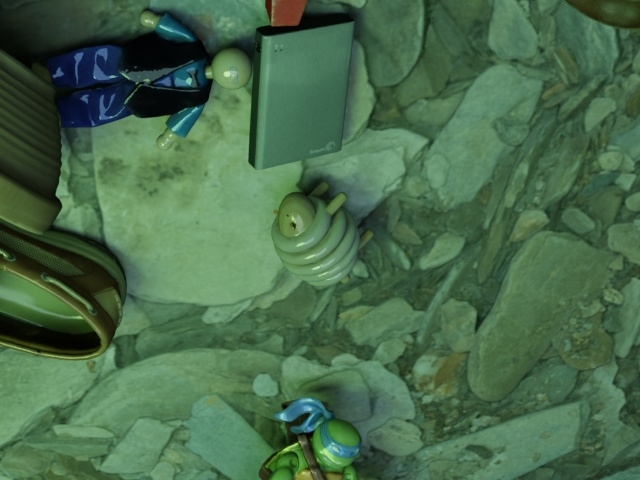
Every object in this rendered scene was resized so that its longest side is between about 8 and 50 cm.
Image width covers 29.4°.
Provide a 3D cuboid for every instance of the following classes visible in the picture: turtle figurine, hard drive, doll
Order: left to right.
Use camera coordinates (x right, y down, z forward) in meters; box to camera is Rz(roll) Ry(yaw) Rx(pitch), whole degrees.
[{"bbox_3d":[-0.154,-0.139,1.086,0.189,0.046,0.129,-11,113,-2],"label":"doll"},{"bbox_3d":[-0.019,-0.134,1.108,0.094,0.022,0.135,-15,129,-28],"label":"hard drive"},{"bbox_3d":[-0.015,0.335,1.323,0.274,0.198,0.266,49,133,10],"label":"turtle figurine"}]

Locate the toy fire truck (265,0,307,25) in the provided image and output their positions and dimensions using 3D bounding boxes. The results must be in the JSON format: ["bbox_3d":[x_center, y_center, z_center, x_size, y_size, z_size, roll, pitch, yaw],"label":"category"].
[{"bbox_3d":[-0.070,-0.276,1.007,0.135,0.047,0.192,1,123,-11],"label":"toy fire truck"}]

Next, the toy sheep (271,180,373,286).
[{"bbox_3d":[0.000,0.000,1.187,0.091,0.091,0.132,-30,129,11],"label":"toy sheep"}]

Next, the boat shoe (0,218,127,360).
[{"bbox_3d":[-0.334,0.031,1.129,0.324,0.120,0.122,15,120,-19],"label":"boat shoe"}]

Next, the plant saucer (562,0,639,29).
[{"bbox_3d":[0.229,-0.248,1.020,0.029,0.168,0.168,-47,123,-12],"label":"plant saucer"}]

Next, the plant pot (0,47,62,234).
[{"bbox_3d":[-0.293,-0.114,0.991,0.237,0.237,0.109,36,89,-28],"label":"plant pot"}]
